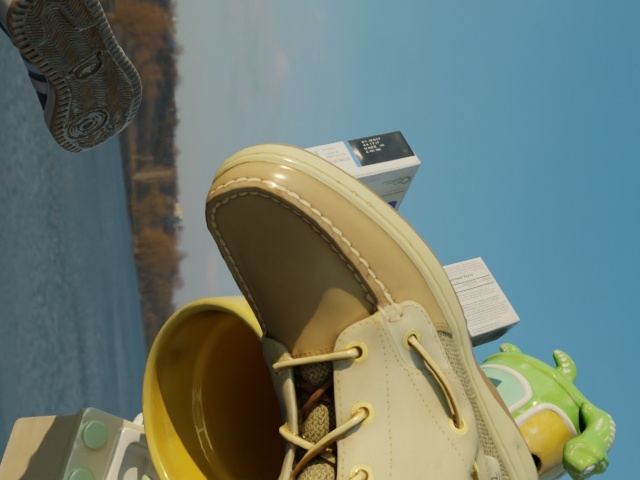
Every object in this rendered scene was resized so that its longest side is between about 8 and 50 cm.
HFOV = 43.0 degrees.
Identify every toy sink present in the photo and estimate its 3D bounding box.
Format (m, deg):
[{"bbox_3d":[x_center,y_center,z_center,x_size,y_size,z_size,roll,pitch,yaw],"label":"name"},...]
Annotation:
[{"bbox_3d":[-0.272,0.290,1.000,0.234,0.153,0.131,-14,-125,43],"label":"toy sink"}]

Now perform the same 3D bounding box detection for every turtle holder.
[{"bbox_3d":[0.377,0.353,1.479,0.320,0.227,0.243,34,-37,36],"label":"turtle holder"}]

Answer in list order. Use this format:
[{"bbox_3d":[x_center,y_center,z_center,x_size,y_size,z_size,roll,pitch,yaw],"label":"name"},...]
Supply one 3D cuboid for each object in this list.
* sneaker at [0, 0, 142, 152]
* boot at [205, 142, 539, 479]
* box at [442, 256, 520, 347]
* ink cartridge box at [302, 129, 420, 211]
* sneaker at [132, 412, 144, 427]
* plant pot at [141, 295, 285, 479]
[{"bbox_3d":[-0.255,-0.200,0.750,0.153,0.099,0.282,52,-15,13],"label":"sneaker"},{"bbox_3d":[-0.002,0.105,0.368,0.095,0.203,0.262,-15,-65,40],"label":"boot"},{"bbox_3d":[0.248,0.111,1.396,0.072,0.126,0.137,-51,-121,45],"label":"box"},{"bbox_3d":[0.000,0.000,1.058,0.065,0.165,0.333,61,-29,28],"label":"ink cartridge box"},{"bbox_3d":[-0.202,0.377,1.268,0.315,0.182,0.127,-123,-159,-68],"label":"sneaker"},{"bbox_3d":[-0.039,0.188,0.953,0.254,0.239,0.254,-1,-92,43],"label":"plant pot"}]
